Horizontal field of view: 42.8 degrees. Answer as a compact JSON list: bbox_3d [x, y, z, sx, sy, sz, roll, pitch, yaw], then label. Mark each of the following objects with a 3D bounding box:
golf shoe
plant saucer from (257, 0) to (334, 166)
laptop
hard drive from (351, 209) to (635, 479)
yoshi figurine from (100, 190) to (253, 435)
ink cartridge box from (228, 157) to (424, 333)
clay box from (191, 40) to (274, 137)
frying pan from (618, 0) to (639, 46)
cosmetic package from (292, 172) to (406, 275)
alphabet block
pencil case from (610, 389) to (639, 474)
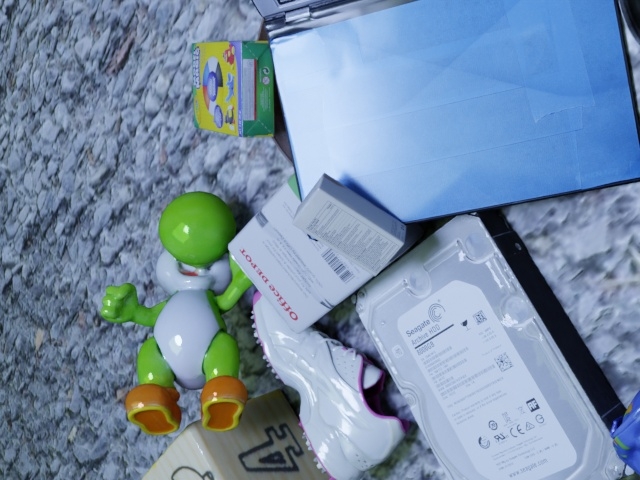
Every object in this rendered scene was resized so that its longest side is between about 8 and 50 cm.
[{"bbox_3d":[0.012,0.179,1.142,0.140,0.115,0.306,-35,69,13],"label":"golf shoe"},{"bbox_3d":[0.039,-0.220,1.057,0.310,0.050,0.311,9,104,41],"label":"plant saucer"},{"bbox_3d":[0.093,-0.225,0.799,0.381,0.408,0.236,-11,59,18],"label":"laptop"},{"bbox_3d":[0.199,0.155,0.982,0.237,0.064,0.339,-40,71,39],"label":"hard drive"},{"bbox_3d":[-0.185,0.075,1.158,0.203,0.203,0.362,-35,43,34],"label":"yoshi figurine"},{"bbox_3d":[0.000,0.000,1.062,0.160,0.092,0.219,52,136,3],"label":"ink cartridge box"},{"bbox_3d":[-0.134,-0.219,1.166,0.222,0.053,0.128,20,113,59],"label":"clay box"},{"bbox_3d":[0.401,-0.185,0.722,0.197,0.053,0.326,-30,102,34],"label":"frying pan"},{"bbox_3d":[0.033,-0.018,0.913,0.115,0.041,0.060,34,122,-11],"label":"cosmetic package"},{"bbox_3d":[-0.117,0.371,1.222,0.197,0.193,0.192,54,127,20],"label":"alphabet block"},{"bbox_3d":[0.409,0.263,0.773,0.133,0.119,0.306,-46,66,20],"label":"pencil case"}]
